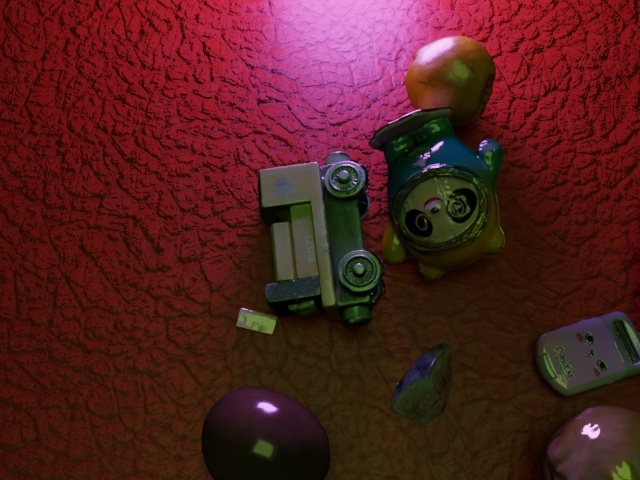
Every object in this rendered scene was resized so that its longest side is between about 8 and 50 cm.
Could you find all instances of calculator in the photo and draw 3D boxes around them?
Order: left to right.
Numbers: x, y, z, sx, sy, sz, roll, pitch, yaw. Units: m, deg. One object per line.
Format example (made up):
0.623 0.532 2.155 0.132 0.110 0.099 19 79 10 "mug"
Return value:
0.570 0.236 1.425 0.246 0.045 0.141 -14 70 -7 "calculator"

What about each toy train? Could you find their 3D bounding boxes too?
0.000 0.000 1.461 0.253 0.160 0.397 -8 68 4 "toy train"

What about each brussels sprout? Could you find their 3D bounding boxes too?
0.539 0.442 1.242 0.317 0.243 0.273 -24 88 -30 "brussels sprout"

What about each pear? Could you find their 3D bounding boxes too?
0.297 -0.370 1.579 0.209 0.209 0.209 0 68 0 "pear"

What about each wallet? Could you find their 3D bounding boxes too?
-0.137 0.174 1.462 0.083 0.011 0.044 13 69 4 "wallet"

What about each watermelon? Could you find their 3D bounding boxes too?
0.226 0.288 1.402 0.094 0.081 0.180 29 75 -16 "watermelon"

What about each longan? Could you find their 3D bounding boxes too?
-0.107 0.382 1.277 0.215 0.246 0.246 -40 73 0 "longan"

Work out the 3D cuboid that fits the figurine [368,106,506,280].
0.253 -0.097 1.473 0.324 0.231 0.340 -22 77 18 "figurine"
